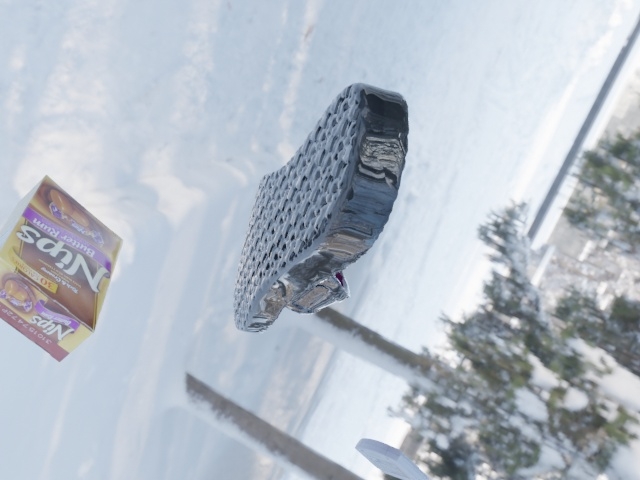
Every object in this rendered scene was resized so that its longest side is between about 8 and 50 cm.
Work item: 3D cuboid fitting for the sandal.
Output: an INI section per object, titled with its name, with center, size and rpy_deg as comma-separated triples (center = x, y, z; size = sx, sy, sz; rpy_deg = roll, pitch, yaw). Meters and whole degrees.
[sandal]
center = 0.000, 0.002, 0.757
size = 0.446, 0.107, 0.168
rpy_deg = 148, -45, -69

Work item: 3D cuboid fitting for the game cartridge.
[game cartridge]
center = 0.074, 0.236, 0.876
size = 0.017, 0.056, 0.083
rpy_deg = -56, -157, -20

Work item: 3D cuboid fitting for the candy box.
[candy box]
center = -0.258, 0.021, 0.786
size = 0.053, 0.109, 0.187
rpy_deg = -39, -156, 16
